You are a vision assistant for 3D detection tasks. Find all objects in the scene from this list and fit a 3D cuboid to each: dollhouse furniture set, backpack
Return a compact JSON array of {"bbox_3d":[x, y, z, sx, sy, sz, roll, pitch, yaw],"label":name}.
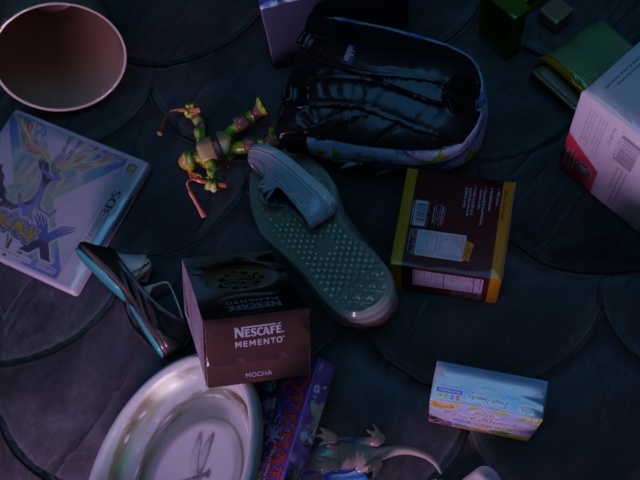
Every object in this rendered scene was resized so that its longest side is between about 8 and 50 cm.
[{"bbox_3d":[0.479,-0.406,1.736,0.197,0.151,0.301,-38,69,-10],"label":"dollhouse furniture set"},{"bbox_3d":[0.137,-0.257,1.671,0.355,0.273,0.290,5,72,24],"label":"backpack"}]

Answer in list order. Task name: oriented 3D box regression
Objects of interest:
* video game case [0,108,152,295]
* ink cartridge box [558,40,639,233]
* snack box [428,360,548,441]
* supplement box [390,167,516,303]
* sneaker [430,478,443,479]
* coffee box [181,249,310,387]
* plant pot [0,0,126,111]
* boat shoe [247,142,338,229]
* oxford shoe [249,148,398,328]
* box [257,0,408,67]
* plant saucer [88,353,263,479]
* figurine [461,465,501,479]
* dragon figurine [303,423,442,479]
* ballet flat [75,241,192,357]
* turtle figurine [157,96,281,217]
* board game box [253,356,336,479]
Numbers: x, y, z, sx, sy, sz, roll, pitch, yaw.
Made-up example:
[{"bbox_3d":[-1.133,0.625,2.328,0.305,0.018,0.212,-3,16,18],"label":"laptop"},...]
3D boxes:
[{"bbox_3d":[-0.546,-0.082,1.776,0.329,0.036,0.300,22,72,14],"label":"video game case"},{"bbox_3d":[0.621,-0.115,1.535,0.160,0.279,0.385,-40,70,-11],"label":"ink cartridge box"},{"bbox_3d":[0.266,0.264,1.455,0.174,0.207,0.070,9,69,10],"label":"snack box"},{"bbox_3d":[0.238,-0.008,1.611,0.194,0.129,0.191,9,69,9],"label":"supplement box"},{"bbox_3d":[0.169,0.483,1.437,0.081,0.094,0.208,7,69,9],"label":"sneaker"},{"bbox_3d":[-0.130,0.120,1.492,0.168,0.297,0.119,-5,109,-14],"label":"coffee box"},{"bbox_3d":[-0.542,-0.450,1.835,0.256,0.256,0.274,-18,50,-1],"label":"plant pot"},{"bbox_3d":[-0.069,-0.097,1.608,0.081,0.079,0.227,-41,55,-17],"label":"boat shoe"},{"bbox_3d":[0.000,0.000,1.644,0.169,0.130,0.449,-35,54,-2],"label":"oxford shoe"},{"bbox_3d":[-0.006,-0.599,1.836,0.293,0.212,0.395,-14,68,0],"label":"box"},{"bbox_3d":[-0.221,0.384,1.460,0.400,0.100,0.400,-26,44,29],"label":"plant saucer"},{"bbox_3d":[0.264,0.495,1.394,0.209,0.092,0.215,46,75,-23],"label":"figurine"},{"bbox_3d":[0.047,0.365,1.501,0.289,0.144,0.085,0,68,-13],"label":"dragon figurine"},{"bbox_3d":[-0.335,0.092,1.660,0.096,0.095,0.280,-38,79,-20],"label":"ballet flat"},{"bbox_3d":[-0.188,-0.174,1.746,0.217,0.087,0.269,-23,58,4],"label":"turtle figurine"},{"bbox_3d":[-0.102,0.358,1.477,0.208,0.056,0.347,-4,61,46],"label":"board game box"}]
